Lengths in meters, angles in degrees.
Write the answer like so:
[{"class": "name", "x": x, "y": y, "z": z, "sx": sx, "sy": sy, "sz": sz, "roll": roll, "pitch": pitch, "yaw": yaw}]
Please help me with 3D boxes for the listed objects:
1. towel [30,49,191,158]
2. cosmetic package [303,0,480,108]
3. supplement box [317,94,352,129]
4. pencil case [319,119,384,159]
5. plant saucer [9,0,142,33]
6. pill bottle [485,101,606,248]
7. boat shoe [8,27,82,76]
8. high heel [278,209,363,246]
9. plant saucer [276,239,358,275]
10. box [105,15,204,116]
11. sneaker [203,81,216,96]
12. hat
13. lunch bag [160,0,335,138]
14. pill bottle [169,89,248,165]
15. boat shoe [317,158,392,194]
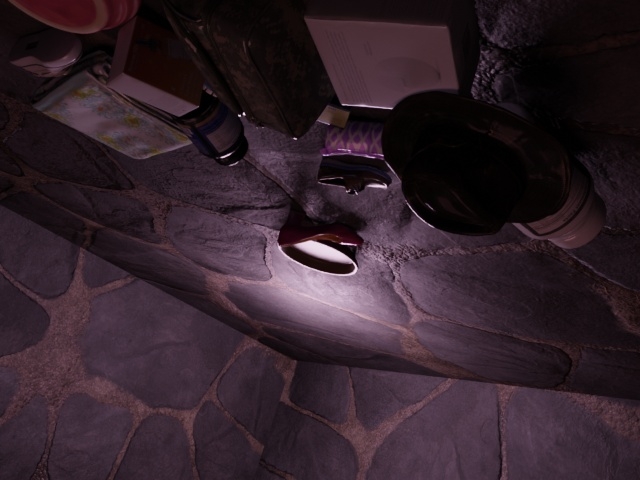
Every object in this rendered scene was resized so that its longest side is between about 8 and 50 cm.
[{"class": "towel", "x": -0.498, "y": -0.313, "z": 1.782, "sx": 0.320, "sy": 0.090, "sz": 0.374, "roll": 32, "pitch": 157, "yaw": -36}, {"class": "cosmetic package", "x": 0.123, "y": -0.324, "z": 1.151, "sx": 0.224, "sy": 0.138, "sz": 0.224, "roll": 9, "pitch": 158, "yaw": 21}, {"class": "supplement box", "x": 0.024, "y": -0.279, "z": 1.471, "sx": 0.083, "sy": 0.056, "sz": 0.083, "roll": 19, "pitch": 160, "yaw": -2}, {"class": "pencil case", "x": 0.109, "y": -0.206, "z": 1.542, "sx": 0.206, "sy": 0.088, "sz": 0.086, "roll": 11, "pitch": 160, "yaw": 23}, {"class": "plant saucer", "x": -0.498, "y": -0.497, "z": 1.337, "sx": 0.331, "sy": 0.084, "sz": 0.332, "roll": 16, "pitch": 159, "yaw": 6}, {"class": "pill bottle", "x": 0.411, "y": -0.110, "z": 1.391, "sx": 0.318, "sy": 0.176, "sz": 0.176, "roll": 32, "pitch": 156, "yaw": -32}, {"class": "boat shoe", "x": -0.604, "y": -0.412, "z": 1.635, "sx": 0.267, "sy": 0.096, "sz": 0.088, "roll": 3, "pitch": 159, "yaw": 39}, {"class": "high heel", "x": 0.000, "y": 0.000, "z": 2.123, "sx": 0.244, "sy": 0.117, "sz": 0.082, "roll": 20, "pitch": 160, "yaw": -3}, {"class": "plant saucer", "x": -0.006, "y": 0.038, "z": 2.342, "sx": 0.277, "sy": 0.041, "sz": 0.278, "roll": 16, "pitch": 159, "yaw": 6}, {"class": "box", "x": -0.325, "y": -0.347, "z": 1.459, "sx": 0.170, "sy": 0.130, "sz": 0.091, "roll": 19, "pitch": 164, "yaw": -35}, {"class": "sneaker", "x": -0.161, "y": -0.318, "z": 1.523, "sx": 0.190, "sy": 0.071, "sz": 0.083, "roll": 23, "pitch": 154, "yaw": -12}, {"class": "hat", "x": 0.237, "y": -0.090, "z": 1.198, "sx": 0.331, "sy": 0.134, "sz": 0.331, "roll": 19, "pitch": 148, "yaw": 12}, {"class": "lunch bag", "x": -0.122, "y": -0.346, "z": 1.239, "sx": 0.256, "sy": 0.213, "sz": 0.305, "roll": 28, "pitch": 165, "yaw": 28}, {"class": "pill bottle", "x": -0.248, "y": -0.264, "z": 1.653, "sx": 0.122, "sy": 0.123, "sz": 0.219, "roll": 10, "pitch": 159, "yaw": 22}, {"class": "boat shoe", "x": 0.080, "y": -0.145, "z": 1.753, "sx": 0.183, "sy": 0.066, "sz": 0.066, "roll": 12, "pitch": 159, "yaw": 18}]
